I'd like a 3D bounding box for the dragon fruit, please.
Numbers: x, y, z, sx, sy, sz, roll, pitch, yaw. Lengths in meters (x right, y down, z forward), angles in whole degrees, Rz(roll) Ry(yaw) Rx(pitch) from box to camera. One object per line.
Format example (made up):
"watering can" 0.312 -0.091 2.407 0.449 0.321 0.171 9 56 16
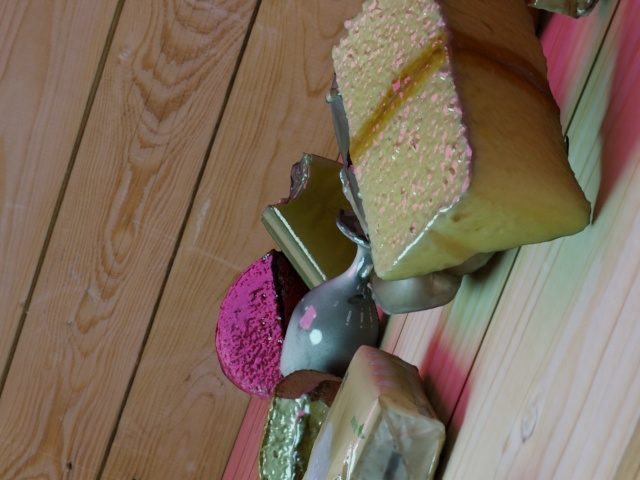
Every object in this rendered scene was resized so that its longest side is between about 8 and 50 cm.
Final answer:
"dragon fruit" -0.077 0.152 1.732 0.163 0.189 0.262 87 175 -71

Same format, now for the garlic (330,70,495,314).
"garlic" 0.080 -0.052 1.022 0.292 0.210 0.237 98 -165 -70

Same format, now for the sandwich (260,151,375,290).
"sandwich" 0.000 0.000 1.665 0.155 0.198 0.227 138 151 -79

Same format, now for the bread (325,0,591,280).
"bread" 0.101 -0.106 0.823 0.142 0.178 0.266 85 175 -55

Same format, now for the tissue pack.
"tissue pack" 0.045 0.212 1.023 0.222 0.090 0.186 -109 41 -81

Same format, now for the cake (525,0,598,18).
"cake" 0.237 -0.300 0.887 0.117 0.086 0.220 -80 9 -48

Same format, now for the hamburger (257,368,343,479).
"hamburger" -0.013 0.235 1.314 0.208 0.135 0.155 -90 22 -77

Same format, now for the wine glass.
"wine glass" 0.032 0.088 1.433 0.126 0.126 0.241 -83 15 -67

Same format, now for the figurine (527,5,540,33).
"figurine" 0.171 -0.308 1.149 0.218 0.169 0.327 -92 20 -63
